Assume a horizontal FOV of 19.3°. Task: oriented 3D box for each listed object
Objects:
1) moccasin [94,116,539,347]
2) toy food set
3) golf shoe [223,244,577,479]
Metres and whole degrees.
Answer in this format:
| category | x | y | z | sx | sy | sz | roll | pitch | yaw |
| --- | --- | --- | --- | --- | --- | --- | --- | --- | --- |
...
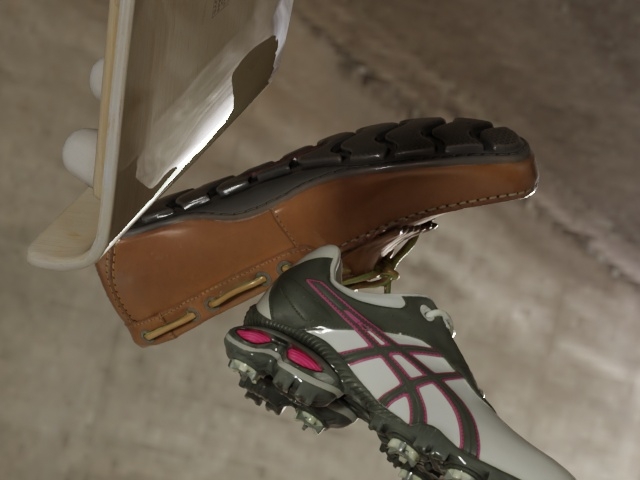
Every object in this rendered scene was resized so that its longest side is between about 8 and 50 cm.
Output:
| category | x | y | z | sx | sy | sz | roll | pitch | yaw |
| --- | --- | --- | --- | --- | --- | --- | --- | --- | --- |
| moccasin | 0.000 | 0.001 | 1.545 | 0.380 | 0.147 | 0.139 | -19 | -168 | 11 |
| toy food set | -0.095 | -0.156 | 1.083 | 0.092 | 0.306 | 0.220 | 24 | -140 | 15 |
| golf shoe | 0.069 | 0.099 | 1.251 | 0.273 | 0.120 | 0.105 | 29 | 161 | 17 |
